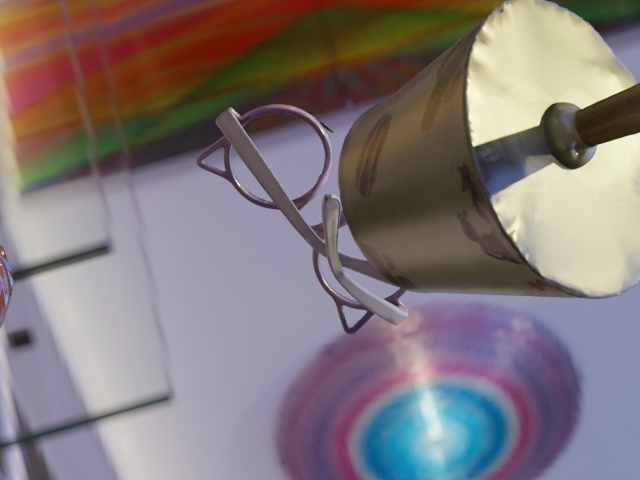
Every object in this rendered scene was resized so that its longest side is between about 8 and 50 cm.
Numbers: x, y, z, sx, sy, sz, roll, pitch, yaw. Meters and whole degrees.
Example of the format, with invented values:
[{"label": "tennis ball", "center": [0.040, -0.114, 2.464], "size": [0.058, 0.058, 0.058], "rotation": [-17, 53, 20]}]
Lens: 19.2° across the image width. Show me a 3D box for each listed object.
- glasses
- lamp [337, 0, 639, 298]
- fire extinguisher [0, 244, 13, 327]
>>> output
[{"label": "glasses", "center": [0.000, 0.000, 0.904], "size": [0.140, 0.062, 0.104], "rotation": [49, 11, -15]}, {"label": "lamp", "center": [0.108, -0.041, 0.713], "size": [0.121, 0.214, 0.121], "rotation": [19, 63, -42]}, {"label": "fire extinguisher", "center": [-0.236, 0.082, 0.847], "size": [0.337, 0.106, 0.147], "rotation": [-77, 158, -59]}]
